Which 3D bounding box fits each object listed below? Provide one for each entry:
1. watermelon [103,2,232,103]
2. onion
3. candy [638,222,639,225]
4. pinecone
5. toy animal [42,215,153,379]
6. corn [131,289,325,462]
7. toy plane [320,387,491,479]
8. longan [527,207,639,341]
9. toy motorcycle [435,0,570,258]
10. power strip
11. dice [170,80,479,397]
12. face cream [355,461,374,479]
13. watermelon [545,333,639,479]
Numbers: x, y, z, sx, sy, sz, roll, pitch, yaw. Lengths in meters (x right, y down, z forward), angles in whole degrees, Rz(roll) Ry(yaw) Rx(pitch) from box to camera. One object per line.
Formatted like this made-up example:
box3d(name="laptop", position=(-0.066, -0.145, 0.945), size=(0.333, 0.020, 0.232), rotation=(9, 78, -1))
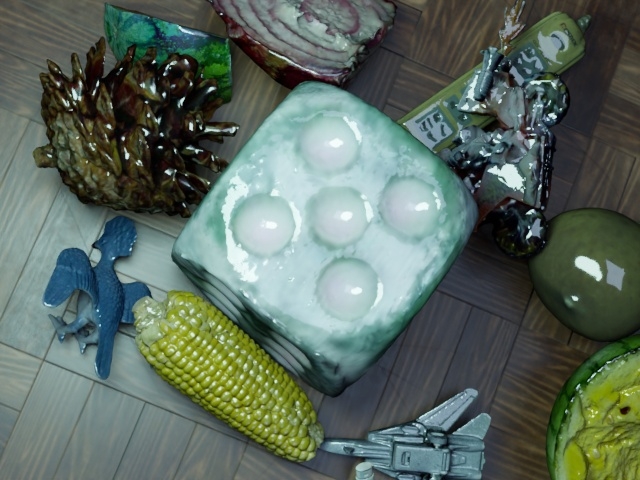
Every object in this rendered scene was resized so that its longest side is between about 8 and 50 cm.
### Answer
box3d(name="watermelon", position=(-0.233, -0.291, 1.931), size=(0.231, 0.146, 0.128), rotation=(17, 81, -7))
box3d(name="onion", position=(-0.042, -0.323, 1.949), size=(0.280, 0.146, 0.314), rotation=(27, 41, 8))
box3d(name="candy", position=(0.596, 0.038, 2.038), size=(0.097, 0.062, 0.194), rotation=(-27, 87, -9))
box3d(name="pinecone", position=(-0.266, -0.162, 1.833), size=(0.296, 0.298, 0.242), rotation=(7, 75, -7))
box3d(name="toy animal", position=(-0.322, 0.083, 1.866), size=(0.176, 0.239, 0.255), rotation=(-45, 45, 15))
box3d(name="corn", position=(-0.135, 0.198, 1.872), size=(0.347, 0.130, 0.130), rotation=(40, 79, -15))
box3d(name="toy plane", position=(0.119, 0.321, 1.921), size=(0.267, 0.088, 0.212), rotation=(6, 92, -6))
box3d(name="longan", position=(0.425, 0.050, 1.945), size=(0.196, 0.196, 0.220), rotation=(-35, 60, -11))
box3d(name="toy motorcycle", position=(0.272, -0.181, 1.928), size=(0.207, 0.134, 0.401), rotation=(10, 90, 20))
box3d(name="power strip", position=(0.288, -0.253, 2.037), size=(0.387, 0.066, 0.092), rotation=(-36, 90, -11))
box3d(name="dice", position=(0.000, 0.000, 1.829), size=(0.330, 0.328, 0.348), rotation=(36, 79, -1))
box3d(name="face cream", position=(0.069, 0.380, 1.913), size=(0.038, 0.020, 0.115), rotation=(-14, 128, -11))
box3d(name="watermelon", position=(0.473, 0.272, 1.919), size=(0.331, 0.189, 0.330), rotation=(-3, 102, -17))
